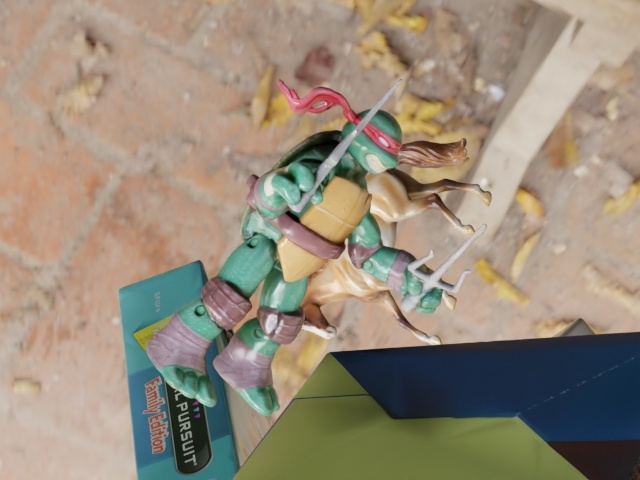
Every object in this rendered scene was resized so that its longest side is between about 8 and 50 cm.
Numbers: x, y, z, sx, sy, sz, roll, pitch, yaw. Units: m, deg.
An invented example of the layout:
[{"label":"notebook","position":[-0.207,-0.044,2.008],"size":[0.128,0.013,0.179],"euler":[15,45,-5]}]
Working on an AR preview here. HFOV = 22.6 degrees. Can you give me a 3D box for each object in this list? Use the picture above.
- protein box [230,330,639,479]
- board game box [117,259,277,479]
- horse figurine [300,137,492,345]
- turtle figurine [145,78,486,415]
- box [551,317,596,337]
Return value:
[{"label":"protein box","position":[0.091,0.166,0.756],"size":[0.136,0.200,0.201],"euler":[-49,126,-50]},{"label":"board game box","position":[-0.064,0.212,1.231],"size":[0.079,0.253,0.336],"euler":[-20,35,3]},{"label":"horse figurine","position":[0.081,-0.001,1.759],"size":[0.174,0.066,0.263],"euler":[19,99,8]},{"label":"turtle figurine","position":[0.000,0.000,0.990],"size":[0.234,0.175,0.118],"euler":[-52,40,14]},{"label":"box","position":[0.212,0.271,1.874],"size":[0.168,0.215,0.345],"euler":[52,44,5]}]
